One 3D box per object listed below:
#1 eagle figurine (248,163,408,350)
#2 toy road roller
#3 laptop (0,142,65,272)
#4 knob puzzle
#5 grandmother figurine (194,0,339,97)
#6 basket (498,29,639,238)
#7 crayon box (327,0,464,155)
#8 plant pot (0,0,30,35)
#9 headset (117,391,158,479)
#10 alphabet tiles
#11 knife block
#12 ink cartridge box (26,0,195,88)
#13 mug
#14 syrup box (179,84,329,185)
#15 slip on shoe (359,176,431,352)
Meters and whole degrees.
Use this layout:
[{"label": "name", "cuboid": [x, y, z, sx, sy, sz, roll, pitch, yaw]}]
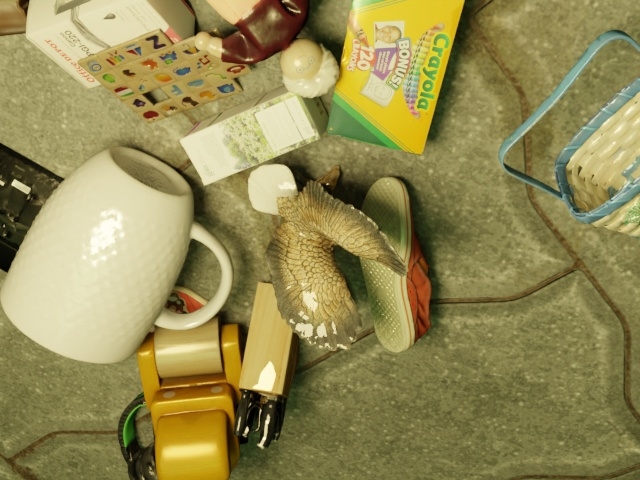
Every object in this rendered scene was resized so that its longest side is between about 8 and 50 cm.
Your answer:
[{"label": "eagle figurine", "cuboid": [0.011, -0.001, 1.257, 0.225, 0.298, 0.226, -17, 130, 4]}, {"label": "toy road roller", "cuboid": [-0.249, 0.337, 1.488, 0.202, 0.241, 0.330, -6, 112, -3]}, {"label": "laptop", "cuboid": [-0.620, -0.044, 1.527, 0.234, 0.136, 0.264, 30, 96, -7]}, {"label": "knob puzzle", "cuboid": [-0.310, 0.169, 1.576, 0.213, 0.030, 0.213, 5, 121, 9]}, {"label": "grandmother figurine", "cuboid": [-0.102, -0.348, 1.119, 0.207, 0.104, 0.342, -36, 113, 22]}, {"label": "basket", "cuboid": [0.452, -0.150, 1.133, 0.288, 0.201, 0.255, 28, 123, -17]}, {"label": "crayon box", "cuboid": [0.119, -0.290, 1.190, 0.165, 0.081, 0.279, 14, 121, 4]}, {"label": "plant pot", "cuboid": [-0.546, -0.405, 1.224, 0.165, 0.167, 0.167, -1, 120, 4]}, {"label": "headset", "cuboid": [-0.325, 0.530, 1.699, 0.243, 0.185, 0.394, -16, 104, 20]}, {"label": "alphabet tiles", "cuboid": [-0.246, -0.280, 1.247, 0.237, 0.009, 0.198, -15, 153, 19]}, {"label": "knife block", "cuboid": [-0.105, 0.254, 1.459, 0.088, 0.242, 0.276, 7, 121, 6]}, {"label": "ink cartridge box", "cuboid": [-0.335, -0.347, 1.206, 0.217, 0.092, 0.158, -11, 154, 19]}, {"label": "mug", "cuboid": [-0.340, 0.031, 1.368, 0.374, 0.276, 0.328, 28, 108, -16]}, {"label": "syrup box", "cuboid": [-0.113, -0.189, 1.289, 0.236, 0.096, 0.093, -19, 112, 22]}, {"label": "slip on shoe", "cuboid": [0.145, 0.041, 1.375, 0.123, 0.101, 0.332, 12, 117, 48]}]
